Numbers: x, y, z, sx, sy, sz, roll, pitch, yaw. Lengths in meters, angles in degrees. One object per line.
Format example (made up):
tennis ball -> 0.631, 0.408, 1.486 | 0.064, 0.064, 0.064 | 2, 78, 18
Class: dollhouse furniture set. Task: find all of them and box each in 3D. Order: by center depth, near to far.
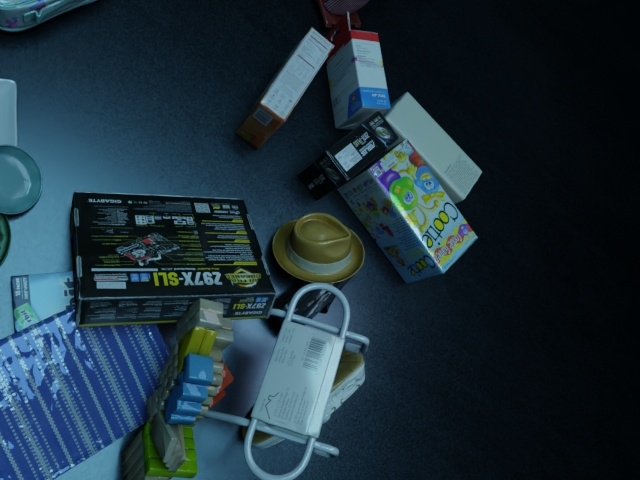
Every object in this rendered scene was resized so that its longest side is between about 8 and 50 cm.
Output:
dollhouse furniture set -> 0.181, -0.646, 1.476 | 0.374, 0.201, 0.152 | -17, 85, -36

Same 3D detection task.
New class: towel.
towel -> -0.415, 0.242, 0.995 | 0.336, 0.040, 0.243 | -27, 101, -28

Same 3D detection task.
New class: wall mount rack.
wall mount rack -> -0.086, 0.239, 1.078 | 0.304, 0.130, 0.350 | 17, 67, 4

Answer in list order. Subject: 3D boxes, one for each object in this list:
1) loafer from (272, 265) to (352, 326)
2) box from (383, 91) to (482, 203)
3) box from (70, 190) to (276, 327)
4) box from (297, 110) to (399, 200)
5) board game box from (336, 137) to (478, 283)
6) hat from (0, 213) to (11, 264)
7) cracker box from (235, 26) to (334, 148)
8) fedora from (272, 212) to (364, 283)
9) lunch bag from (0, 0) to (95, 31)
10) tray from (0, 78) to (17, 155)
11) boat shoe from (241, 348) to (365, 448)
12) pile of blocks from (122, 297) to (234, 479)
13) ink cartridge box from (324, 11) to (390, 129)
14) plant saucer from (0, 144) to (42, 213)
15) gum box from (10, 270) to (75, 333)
loafer -> -0.006, 0.115, 1.253 | 0.223, 0.076, 0.078 | -35, 113, -34
box -> 0.251, -0.212, 1.451 | 0.275, 0.094, 0.113 | 45, 61, -10
box -> -0.265, 0.026, 1.063 | 0.322, 0.079, 0.257 | 0, 45, -26
box -> 0.059, -0.184, 1.315 | 0.180, 0.147, 0.077 | -42, 97, -30
board game box -> 0.195, -0.062, 1.355 | 0.142, 0.144, 0.275 | -40, 97, -30
hat -> -0.568, -0.024, 0.931 | 0.208, 0.183, 0.173 | 32, 65, -17
cracker box -> -0.077, -0.321, 1.276 | 0.067, 0.156, 0.232 | 36, 63, -14
fedora -> 0.000, 0.000, 1.237 | 0.194, 0.079, 0.194 | 5, 49, -6
lunch bag -> -0.539, -0.523, 1.119 | 0.279, 0.108, 0.224 | -39, 101, -28
tray -> -0.665, -0.215, 1.020 | 0.270, 0.030, 0.145 | 0, 78, -27
boat shoe -> -0.020, 0.325, 1.175 | 0.277, 0.098, 0.096 | -31, 127, -17
pile of blocks -> -0.206, 0.276, 0.980 | 0.113, 0.149, 0.362 | 18, 100, -33
ink cartridge box -> 0.079, -0.386, 1.384 | 0.078, 0.134, 0.231 | -3, 79, -27
plant saucer -> -0.540, -0.105, 1.036 | 0.119, 0.021, 0.119 | -1, 91, -55
gum box -> -0.429, 0.132, 1.044 | 0.184, 0.041, 0.157 | -4, 80, -29
